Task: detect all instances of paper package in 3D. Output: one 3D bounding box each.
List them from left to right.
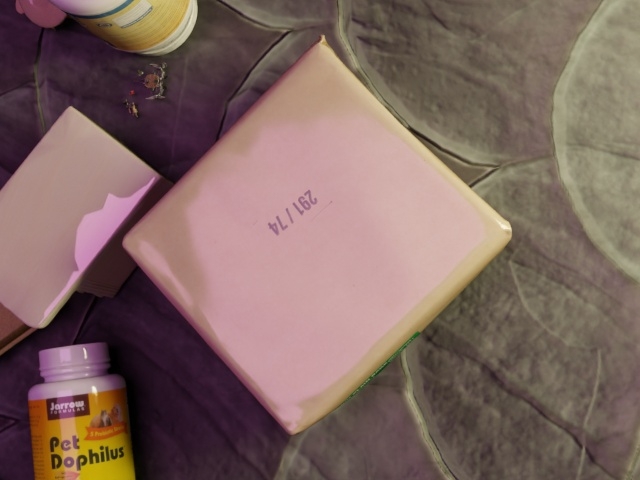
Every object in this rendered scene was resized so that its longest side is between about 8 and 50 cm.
[{"bbox_3d":[0.000,0.000,0.922,0.325,0.168,0.309,-44,78,4],"label":"paper package"}]

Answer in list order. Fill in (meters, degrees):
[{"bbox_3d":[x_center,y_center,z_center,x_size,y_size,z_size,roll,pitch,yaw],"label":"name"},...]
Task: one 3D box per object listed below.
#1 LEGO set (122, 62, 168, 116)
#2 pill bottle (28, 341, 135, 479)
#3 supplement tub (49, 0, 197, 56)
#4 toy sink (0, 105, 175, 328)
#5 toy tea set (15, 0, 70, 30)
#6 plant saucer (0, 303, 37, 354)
[{"bbox_3d":[-0.226,-0.201,1.065,0.083,0.023,0.054,-30,77,21],"label":"LEGO set"},{"bbox_3d":[-0.292,0.236,0.984,0.117,0.117,0.214,-9,83,11],"label":"pill bottle"},{"bbox_3d":[-0.242,-0.315,0.984,0.145,0.200,0.144,-1,84,12],"label":"supplement tub"},{"bbox_3d":[-0.304,-0.018,1.005,0.153,0.131,0.234,37,88,13],"label":"toy sink"},{"bbox_3d":[-0.419,-0.444,1.098,0.336,0.124,0.200,33,121,9],"label":"toy tea set"},{"bbox_3d":[-0.460,0.075,1.071,0.188,0.045,0.188,-35,78,7],"label":"plant saucer"}]
